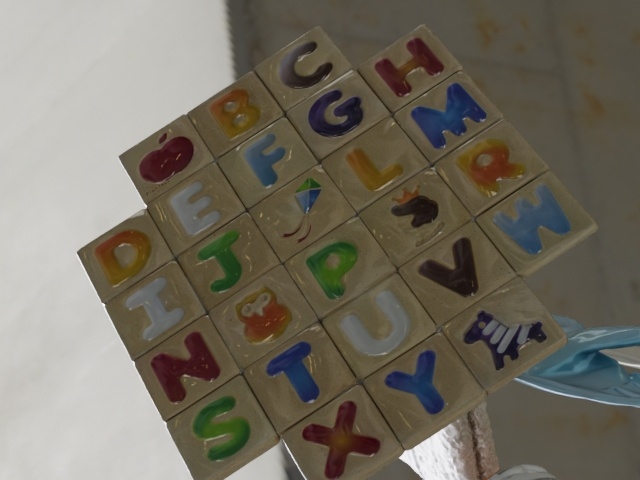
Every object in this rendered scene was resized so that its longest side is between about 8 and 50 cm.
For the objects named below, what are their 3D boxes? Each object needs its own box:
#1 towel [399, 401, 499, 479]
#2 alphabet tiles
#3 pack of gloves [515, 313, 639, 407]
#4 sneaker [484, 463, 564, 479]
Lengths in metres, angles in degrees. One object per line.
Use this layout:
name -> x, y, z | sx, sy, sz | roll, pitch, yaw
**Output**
towel -> 0.078, 0.106, 1.424 | 0.049, 0.187, 0.282 | -25, -53, -16
alphabet tiles -> 0.000, 0.000, 1.090 | 0.342, 0.285, 0.011 | 56, 179, 43
pack of gloves -> 0.156, 0.058, 1.133 | 0.195, 0.232, 0.046 | -23, -57, -70
sneaker -> 0.123, 0.232, 1.257 | 0.262, 0.121, 0.099 | -20, -77, -38
